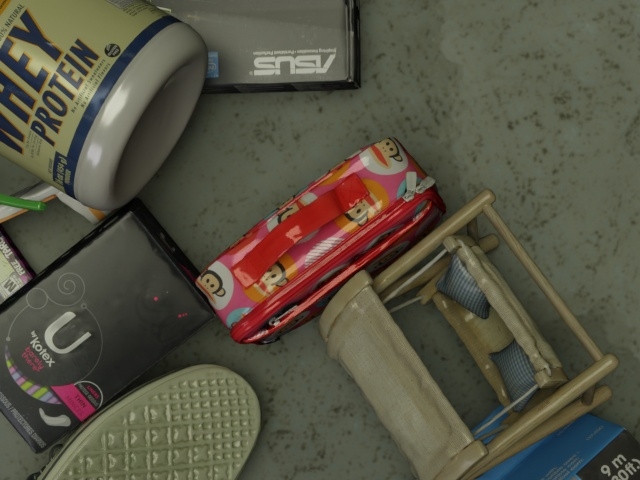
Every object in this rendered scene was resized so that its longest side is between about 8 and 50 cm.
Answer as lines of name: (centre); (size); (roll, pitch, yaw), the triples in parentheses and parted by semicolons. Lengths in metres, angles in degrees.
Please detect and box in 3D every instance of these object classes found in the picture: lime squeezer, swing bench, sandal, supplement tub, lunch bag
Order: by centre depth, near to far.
supplement tub: (-0.317, -0.205, 1.718); (0.324, 0.235, 0.235); (30, 90, 8)
swing bench: (0.160, 0.128, 1.723); (0.254, 0.165, 0.253); (-33, 69, -5)
lunch bag: (0.000, 0.000, 1.745); (0.293, 0.258, 0.120); (-37, 80, 4)
lime squeezer: (-0.442, -0.106, 1.850); (0.110, 0.059, 0.310); (-38, 62, -2)
sandal: (-0.306, -0.049, 1.865); (0.265, 0.102, 0.076); (-26, 102, -1)

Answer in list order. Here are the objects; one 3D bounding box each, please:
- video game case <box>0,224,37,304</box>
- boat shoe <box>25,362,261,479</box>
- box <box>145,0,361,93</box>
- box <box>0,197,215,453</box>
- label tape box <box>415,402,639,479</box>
video game case: (-0.499, 0.024, 1.906); (0.210, 0.042, 0.232); (-36, 83, 2)
boat shoe: (-0.280, 0.330, 1.803); (0.500, 0.156, 0.187); (-45, 104, -10)
box: (-0.149, -0.339, 1.866); (0.394, 0.097, 0.318); (0, 90, 7)
box: (-0.276, 0.098, 1.811); (0.270, 0.143, 0.165); (-39, 99, 2)
label tape box: (0.290, 0.339, 1.739); (0.240, 0.106, 0.334); (-40, 82, -11)
